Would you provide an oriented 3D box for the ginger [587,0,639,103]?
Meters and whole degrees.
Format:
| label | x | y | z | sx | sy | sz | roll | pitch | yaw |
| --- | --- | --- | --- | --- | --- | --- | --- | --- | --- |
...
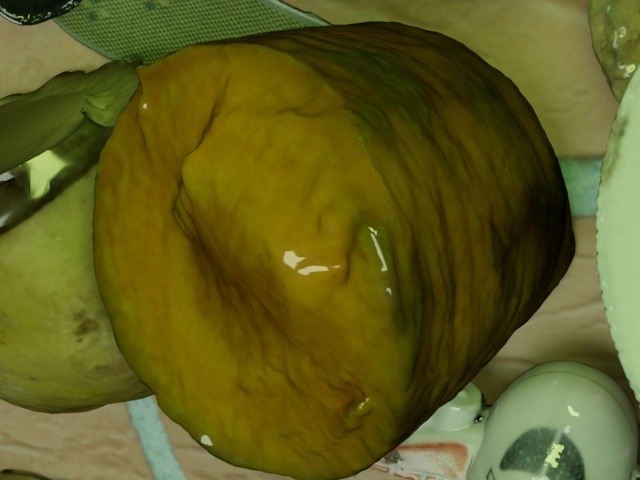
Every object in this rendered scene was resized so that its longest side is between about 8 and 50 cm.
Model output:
| label | x | y | z | sx | sy | sz | roll | pitch | yaw |
| --- | --- | --- | --- | --- | --- | --- | --- | --- | --- |
| ginger | 0.187 | -0.154 | 0.880 | 0.069 | 0.051 | 0.173 | 27 | 135 | 10 |

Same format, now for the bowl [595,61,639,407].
| label | x | y | z | sx | sy | sz | roll | pitch | yaw |
| --- | --- | --- | --- | --- | --- | --- | --- | --- | --- |
| bowl | 0.368 | -0.015 | 0.770 | 0.435 | 0.196 | 0.435 | 14 | 124 | 21 |

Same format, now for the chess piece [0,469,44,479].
| label | x | y | z | sx | sy | sz | roll | pitch | yaw |
| --- | --- | --- | --- | --- | --- | --- | --- | --- | --- |
| chess piece | -0.306 | 0.316 | 1.284 | 0.137 | 0.301 | 0.137 | 13 | 122 | 21 |

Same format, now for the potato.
| label | x | y | z | sx | sy | sz | roll | pitch | yaw |
| --- | --- | --- | --- | --- | --- | --- | --- | --- | --- |
| potato | -0.173 | 0.015 | 1.076 | 0.285 | 0.242 | 0.242 | -8 | 116 | 48 |

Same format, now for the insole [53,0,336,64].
| label | x | y | z | sx | sy | sz | roll | pitch | yaw |
| --- | --- | --- | --- | --- | --- | --- | --- | --- | --- |
| insole | -0.063 | -0.132 | 1.053 | 0.322 | 0.007 | 0.109 | 25 | 129 | 13 |

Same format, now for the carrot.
| label | x | y | z | sx | sy | sz | roll | pitch | yaw |
| --- | --- | --- | --- | --- | --- | --- | --- | --- | --- |
| carrot | 0.000 | 0.000 | 0.906 | 0.241 | 0.341 | 0.241 | 6 | 104 | 25 |

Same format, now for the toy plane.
| label | x | y | z | sx | sy | sz | roll | pitch | yaw |
| --- | --- | --- | --- | --- | --- | --- | --- | --- | --- |
| toy plane | 0.140 | 0.186 | 1.079 | 0.252 | 0.118 | 0.252 | 12 | 122 | 19 |

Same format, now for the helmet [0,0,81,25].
| label | x | y | z | sx | sy | sz | roll | pitch | yaw |
| --- | --- | --- | --- | --- | --- | --- | --- | --- | --- |
| helmet | -0.179 | -0.182 | 1.049 | 0.084 | 0.049 | 0.065 | -22 | 119 | 24 |
